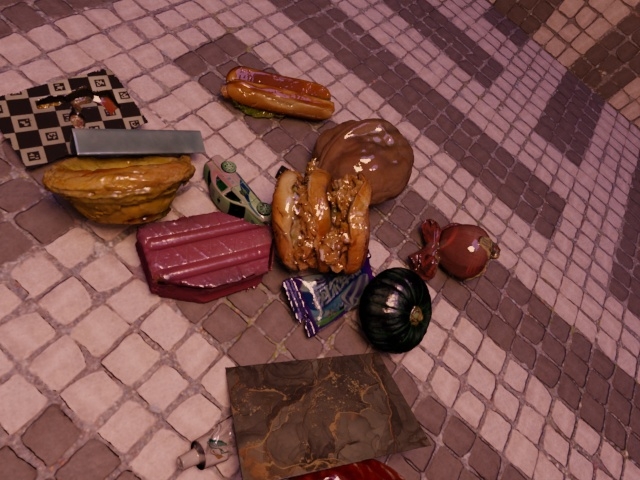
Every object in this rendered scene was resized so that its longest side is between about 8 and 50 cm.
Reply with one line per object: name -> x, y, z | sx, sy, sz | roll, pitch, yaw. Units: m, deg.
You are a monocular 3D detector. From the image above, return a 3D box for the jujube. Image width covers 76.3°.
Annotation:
jujube -> 0.057, 0.469, 0.747 | 0.230, 0.155, 0.155 | 31, 56, 1

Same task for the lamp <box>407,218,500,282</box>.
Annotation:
lamp -> 0.375, 0.040, 1.130 | 0.223, 0.151, 0.215 | 2, 45, 27

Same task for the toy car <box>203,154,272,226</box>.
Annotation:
toy car -> -0.201, -0.099, 0.971 | 0.076, 0.090, 0.224 | -34, 77, -33

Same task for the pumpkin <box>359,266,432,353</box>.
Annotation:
pumpkin -> 0.179, 0.162, 0.948 | 0.202, 0.140, 0.201 | -2, 92, -42

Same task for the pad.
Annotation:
pad -> 0.009, 0.329, 0.811 | 0.368, 0.007, 0.247 | 1, 32, -22

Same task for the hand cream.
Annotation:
hand cream -> -0.146, 0.364, 0.779 | 0.257, 0.050, 0.084 | -17, 73, -37

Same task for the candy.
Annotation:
candy -> 0.045, 0.115, 0.983 | 0.275, 0.070, 0.145 | -21, 81, -35

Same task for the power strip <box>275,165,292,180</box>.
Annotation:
power strip -> -0.068, -0.158, 1.095 | 0.111, 0.038, 0.029 | 31, 57, -4

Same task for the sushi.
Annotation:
sushi -> -0.572, -0.283, 0.939 | 0.280, 0.043, 0.192 | -35, 84, -28

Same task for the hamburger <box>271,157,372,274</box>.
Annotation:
hamburger -> 0.010, -0.054, 0.921 | 0.212, 0.245, 0.260 | 1, 96, 6

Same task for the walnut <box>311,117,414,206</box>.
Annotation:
walnut -> 0.108, -0.205, 1.084 | 0.273, 0.227, 0.273 | 7, 65, -15

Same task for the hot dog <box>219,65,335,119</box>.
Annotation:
hot dog -> -0.123, -0.413, 1.173 | 0.338, 0.100, 0.135 | 2, 55, -24

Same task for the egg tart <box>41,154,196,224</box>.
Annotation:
egg tart -> -0.397, -0.107, 0.835 | 0.294, 0.294, 0.123 | -10, 110, -27

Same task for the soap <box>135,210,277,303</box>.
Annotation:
soap -> -0.226, 0.032, 0.881 | 0.289, 0.112, 0.182 | -17, 72, -29

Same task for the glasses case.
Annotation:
glasses case -> -0.407, -0.221, 0.919 | 0.266, 0.105, 0.056 | -10, 107, -36
